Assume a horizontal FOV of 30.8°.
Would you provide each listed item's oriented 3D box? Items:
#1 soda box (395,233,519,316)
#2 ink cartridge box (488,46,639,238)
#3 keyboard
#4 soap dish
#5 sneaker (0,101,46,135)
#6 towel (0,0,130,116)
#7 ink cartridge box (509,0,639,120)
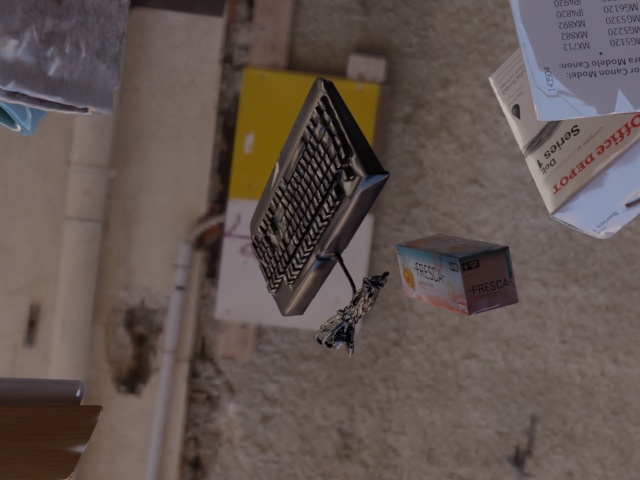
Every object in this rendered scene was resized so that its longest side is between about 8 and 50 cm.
[{"bbox_3d":[0.140,0.033,1.225,0.058,0.063,0.183,-14,-172,-16],"label":"soda box"},{"bbox_3d":[0.292,-0.137,1.237,0.093,0.160,0.219,20,-141,-35],"label":"ink cartridge box"},{"bbox_3d":[0.000,0.000,1.148,0.033,0.201,0.317,-22,161,-25],"label":"keyboard"},{"bbox_3d":[-0.417,0.209,1.263,0.291,0.118,0.229,5,170,-35],"label":"soap dish"},{"bbox_3d":[-0.402,-0.175,1.005,0.366,0.150,0.135,10,170,-21],"label":"sneaker"},{"bbox_3d":[-0.139,-0.147,0.277,0.049,0.187,0.282,8,178,37],"label":"towel"},{"bbox_3d":[0.263,-0.216,0.871,0.130,0.271,0.309,1,-150,36],"label":"ink cartridge box"}]
